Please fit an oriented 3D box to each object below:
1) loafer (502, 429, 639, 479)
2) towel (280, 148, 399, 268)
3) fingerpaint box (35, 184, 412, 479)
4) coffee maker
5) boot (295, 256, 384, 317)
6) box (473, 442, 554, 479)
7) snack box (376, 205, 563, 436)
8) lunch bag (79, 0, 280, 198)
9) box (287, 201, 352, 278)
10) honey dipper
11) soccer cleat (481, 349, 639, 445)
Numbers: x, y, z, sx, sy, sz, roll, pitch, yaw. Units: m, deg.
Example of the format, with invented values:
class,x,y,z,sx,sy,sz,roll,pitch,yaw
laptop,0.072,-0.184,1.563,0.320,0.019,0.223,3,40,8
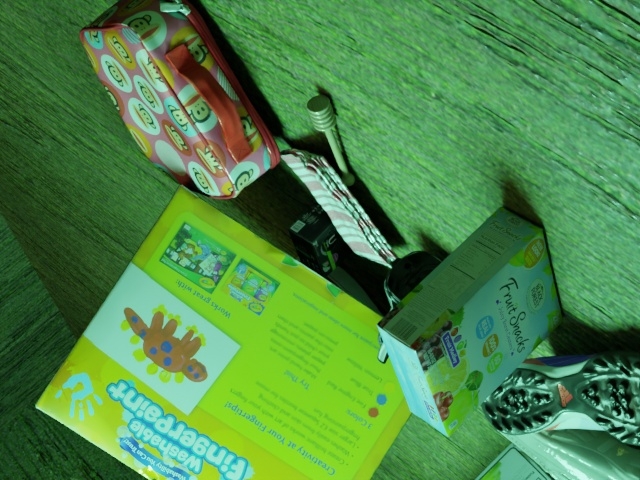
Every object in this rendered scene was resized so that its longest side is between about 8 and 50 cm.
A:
class,x,y,z,sx,sy,sz,roll,pitch,yaw
loafer,0.340,0.291,1.752,0.319,0.112,0.111,32,124,38
towel,0.024,-0.041,1.881,0.197,0.029,0.144,53,171,-17
fingerpaint box,-0.111,0.198,1.992,0.445,0.371,0.163,32,176,0
coffee maker,0.162,0.110,1.827,0.171,0.120,0.178,18,156,9
boot,0.007,0.151,2.116,0.244,0.176,0.088,50,163,-4
box,0.246,0.426,2.174,0.087,0.169,0.290,45,163,11
snack box,0.174,0.092,1.582,0.070,0.207,0.174,32,157,38
lunch bag,-0.186,-0.195,1.895,0.258,0.120,0.293,14,139,60
box,0.000,0.000,1.997,0.052,0.062,0.083,31,156,35
honey dipper,0.018,-0.120,1.770,0.030,0.030,0.160,33,160,36
soccer cleat,0.330,0.170,1.608,0.318,0.116,0.108,-9,95,49
